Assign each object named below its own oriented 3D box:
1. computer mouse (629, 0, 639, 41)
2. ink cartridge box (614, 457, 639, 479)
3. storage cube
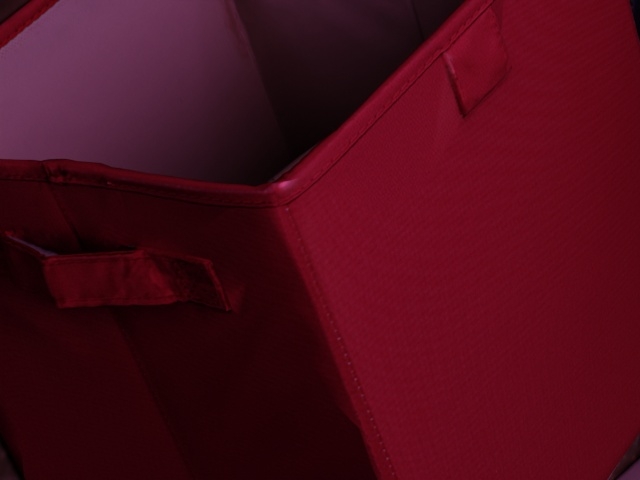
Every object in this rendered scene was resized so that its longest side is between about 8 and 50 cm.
[{"bbox_3d":[0.121,-0.105,0.863,0.188,0.072,0.272,39,77,-49],"label":"computer mouse"},{"bbox_3d":[0.293,0.143,1.021,0.237,0.172,0.100,-31,118,-45],"label":"ink cartridge box"},{"bbox_3d":[0.000,0.000,0.623,0.215,0.184,0.193,-47,129,-38],"label":"storage cube"}]
